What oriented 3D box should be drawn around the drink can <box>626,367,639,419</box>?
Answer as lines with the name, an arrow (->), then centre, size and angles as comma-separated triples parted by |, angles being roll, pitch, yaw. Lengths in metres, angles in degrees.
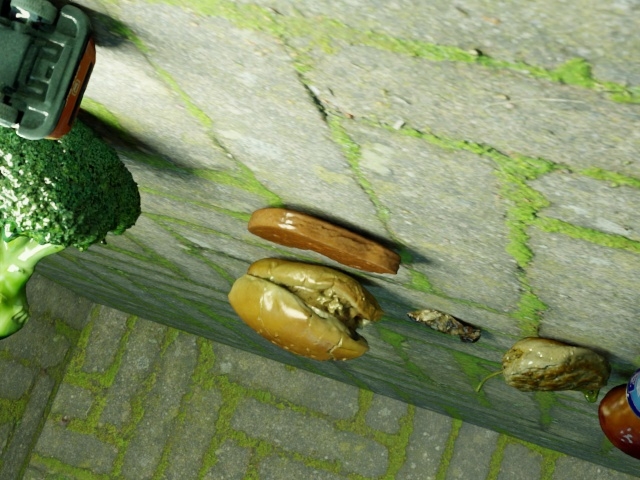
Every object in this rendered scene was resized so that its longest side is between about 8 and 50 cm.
drink can -> 0.475, 0.192, 1.274 | 0.097, 0.097, 0.235 | 18, 168, 8

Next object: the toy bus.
toy bus -> -0.335, -0.178, 0.866 | 0.265, 0.121, 0.120 | 19, 177, 1

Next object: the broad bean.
broad bean -> 0.547, 0.286, 1.515 | 0.228, 0.122, 0.156 | -5, 128, 49

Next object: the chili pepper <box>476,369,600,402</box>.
chili pepper -> 0.372, 0.225, 1.633 | 0.204, 0.073, 0.072 | 9, 150, -4

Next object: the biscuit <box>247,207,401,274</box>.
biscuit -> 0.000, -0.001, 1.300 | 0.192, 0.036, 0.186 | 22, 170, -15

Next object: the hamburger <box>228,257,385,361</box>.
hamburger -> -0.050, 0.103, 1.578 | 0.283, 0.144, 0.156 | 12, 166, 39

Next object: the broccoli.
broccoli -> -0.366, -0.036, 1.169 | 0.298, 0.297, 0.297 | 16, -157, -7

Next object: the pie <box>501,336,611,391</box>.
pie -> 0.366, 0.195, 1.501 | 0.163, 0.079, 0.193 | 5, 163, 17

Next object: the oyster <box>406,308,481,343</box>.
oyster -> 0.206, 0.142, 1.621 | 0.132, 0.029, 0.086 | 17, 168, 4
